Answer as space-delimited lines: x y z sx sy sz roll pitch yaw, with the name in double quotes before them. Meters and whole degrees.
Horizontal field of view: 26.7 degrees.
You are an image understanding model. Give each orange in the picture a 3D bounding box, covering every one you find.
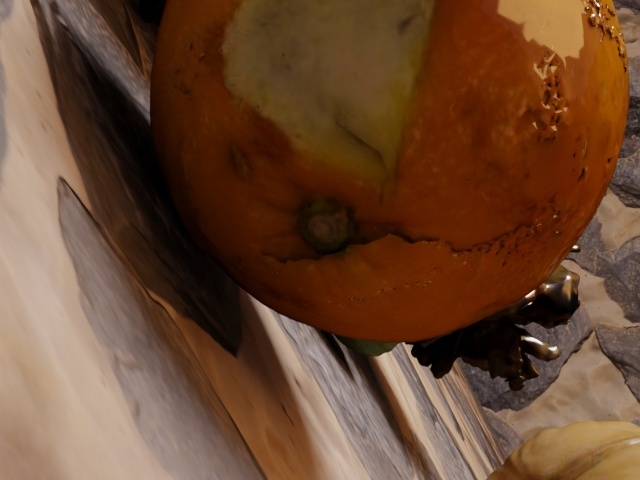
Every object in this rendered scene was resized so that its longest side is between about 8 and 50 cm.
"orange" 0.031 -0.068 0.660 0.240 0.240 0.240 60 5 -8

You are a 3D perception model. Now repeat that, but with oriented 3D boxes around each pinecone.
"pinecone" 0.108 -0.007 1.135 0.257 0.243 0.243 58 5 -23

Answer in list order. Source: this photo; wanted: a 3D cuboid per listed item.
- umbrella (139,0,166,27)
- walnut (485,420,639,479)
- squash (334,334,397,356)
"umbrella" -0.118 -0.198 0.911 0.224 0.080 0.071 51 46 -43
"walnut" 0.161 0.205 0.707 0.195 0.195 0.221 -111 178 -61
"squash" 0.000 0.000 0.927 0.229 0.066 0.066 56 6 -39
